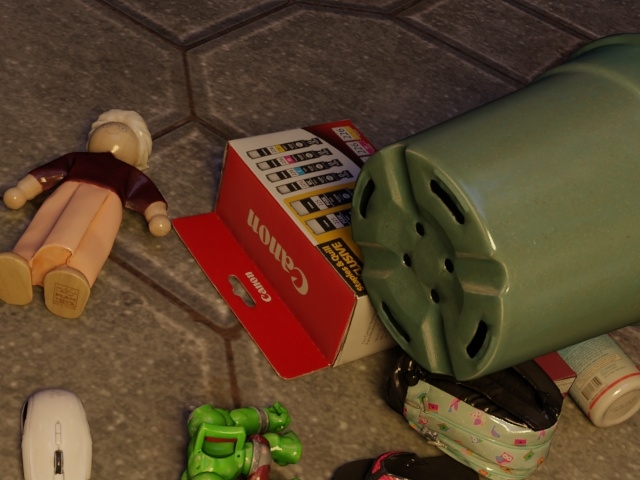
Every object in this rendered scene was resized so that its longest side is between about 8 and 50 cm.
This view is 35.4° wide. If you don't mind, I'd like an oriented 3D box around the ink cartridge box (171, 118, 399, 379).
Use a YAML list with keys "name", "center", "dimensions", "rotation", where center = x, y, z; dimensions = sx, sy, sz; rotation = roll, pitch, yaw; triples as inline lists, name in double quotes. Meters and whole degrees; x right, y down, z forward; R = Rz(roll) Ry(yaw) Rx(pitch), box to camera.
- name: "ink cartridge box"
  center: [0.000, 0.000, 1.279]
  dimensions: [0.272, 0.130, 0.309]
  rotation: [-15, 49, -33]

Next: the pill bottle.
- name: "pill bottle"
  center: [0.333, 0.149, 1.257]
  dimensions: [0.087, 0.087, 0.160]
  rotation: [-8, 45, -29]

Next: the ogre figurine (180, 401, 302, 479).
- name: "ogre figurine"
  center: [-0.079, 0.225, 1.004]
  dimensions: [0.118, 0.097, 0.197]
  rotation: [19, 48, -17]

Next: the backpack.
- name: "backpack"
  center: [0.179, 0.184, 1.128]
  dimensions: [0.182, 0.115, 0.152]
  rotation: [28, 37, 25]

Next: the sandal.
- name: "sandal"
  center: [0.093, 0.251, 1.078]
  dimensions: [0.179, 0.040, 0.067]
  rotation: [-3, 42, -23]

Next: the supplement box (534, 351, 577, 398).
- name: "supplement box"
  center: [0.262, 0.174, 1.202]
  dimensions: [0.043, 0.083, 0.055]
  rotation: [-8, 44, -29]

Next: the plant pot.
- name: "plant pot"
  center: [0.235, -0.023, 1.087]
  dimensions: [0.334, 0.341, 0.341]
  rotation: [-19, 50, -27]

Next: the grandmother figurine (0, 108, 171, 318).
- name: "grandmother figurine"
  center: [-0.287, -0.053, 1.263]
  dimensions: [0.208, 0.104, 0.342]
  rotation: [21, 40, -9]

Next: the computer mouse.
- name: "computer mouse"
  center: [-0.263, 0.212, 0.991]
  dimensions: [0.106, 0.042, 0.193]
  rotation: [0, 41, -20]
